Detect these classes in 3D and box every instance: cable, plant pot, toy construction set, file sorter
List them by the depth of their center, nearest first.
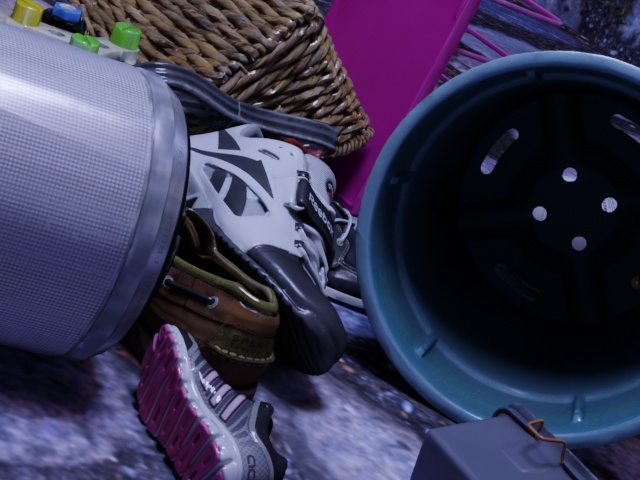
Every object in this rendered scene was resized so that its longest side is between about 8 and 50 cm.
[{"bbox_3d":[0.229,-0.013,1.555,0.341,0.341,0.334,28,13,6],"label":"plant pot"},{"bbox_3d":[-0.077,-0.099,1.583,0.139,0.072,0.287,-7,-16,22],"label":"cable"},{"bbox_3d":[-0.308,-0.190,1.616,0.327,0.151,0.215,32,19,-11],"label":"toy construction set"},{"bbox_3d":[0.115,-0.185,1.919,0.182,0.291,0.202,13,22,-41],"label":"file sorter"}]

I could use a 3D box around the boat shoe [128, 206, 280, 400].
[{"bbox_3d":[-0.131,0.014,1.330,0.110,0.104,0.307,4,28,-48],"label":"boat shoe"}]

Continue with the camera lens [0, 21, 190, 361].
[{"bbox_3d":[-0.244,-0.045,1.158,0.274,0.219,0.219,17,20,-26],"label":"camera lens"}]

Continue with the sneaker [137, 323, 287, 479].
[{"bbox_3d":[-0.075,0.125,1.173,0.074,0.063,0.170,12,27,-35],"label":"sneaker"}]

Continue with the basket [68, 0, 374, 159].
[{"bbox_3d":[-0.121,-0.182,1.817,0.299,0.213,0.223,42,-13,42],"label":"basket"}]

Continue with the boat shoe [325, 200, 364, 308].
[{"bbox_3d":[0.000,0.000,1.591,0.233,0.079,0.084,28,18,-2],"label":"boat shoe"}]

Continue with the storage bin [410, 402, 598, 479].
[{"bbox_3d":[0.137,0.186,1.253,0.091,0.098,0.135,-1,30,-34],"label":"storage bin"}]

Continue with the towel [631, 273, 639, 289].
[{"bbox_3d":[0.410,0.095,1.761,0.187,0.049,0.282,15,50,-26],"label":"towel"}]

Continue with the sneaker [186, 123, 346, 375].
[{"bbox_3d":[-0.037,-0.016,1.428,0.146,0.122,0.330,-26,41,-13],"label":"sneaker"}]

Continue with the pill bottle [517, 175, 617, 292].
[{"bbox_3d":[0.302,0.006,1.880,0.245,0.136,0.136,18,20,-23],"label":"pill bottle"}]
